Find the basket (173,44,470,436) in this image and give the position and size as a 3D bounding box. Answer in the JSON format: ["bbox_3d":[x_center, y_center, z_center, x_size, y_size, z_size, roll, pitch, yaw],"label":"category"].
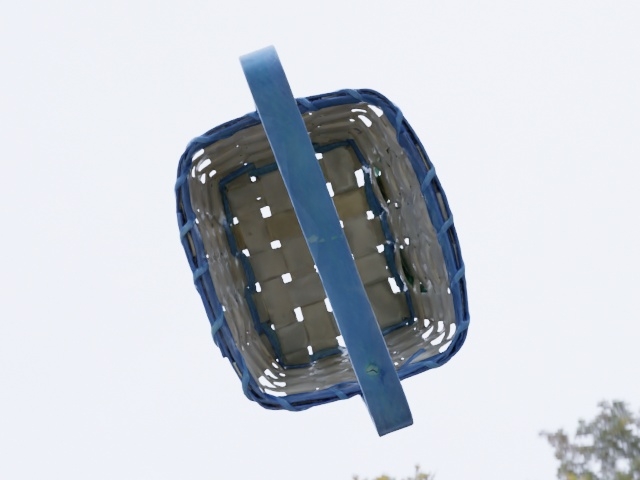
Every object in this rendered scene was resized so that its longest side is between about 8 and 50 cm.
[{"bbox_3d":[0.000,0.000,0.725,0.201,0.289,0.255,-18,-89,2],"label":"basket"}]
